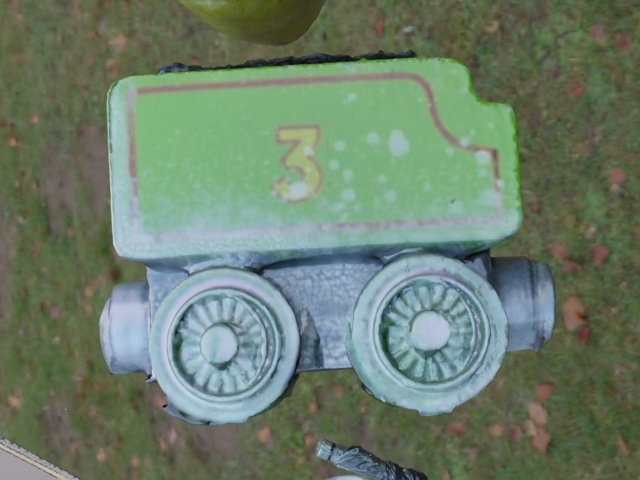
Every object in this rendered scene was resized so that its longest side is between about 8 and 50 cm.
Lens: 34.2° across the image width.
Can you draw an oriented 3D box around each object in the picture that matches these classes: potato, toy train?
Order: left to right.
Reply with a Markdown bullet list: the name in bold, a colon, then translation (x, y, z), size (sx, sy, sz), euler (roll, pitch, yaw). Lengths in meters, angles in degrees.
- **potato**: translation (-0.139, -0.434, 1.736), size (0.330, 0.280, 0.213), euler (-5, 96, 37)
- **toy train**: translation (0.000, 0.000, 0.723), size (0.173, 0.307, 0.249), euler (59, -151, -84)

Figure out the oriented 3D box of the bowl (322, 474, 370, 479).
- **bowl**: translation (0.028, 0.330, 1.217), size (0.189, 0.189, 0.086), euler (8, 113, 53)

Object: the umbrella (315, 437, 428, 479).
- **umbrella**: translation (0.085, 0.360, 1.676), size (0.046, 0.188, 0.050), euler (-82, 16, -73)

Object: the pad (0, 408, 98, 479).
- **pad**: translation (-0.385, 0.316, 1.175), size (0.375, 0.063, 0.315), euler (10, 71, 43)
